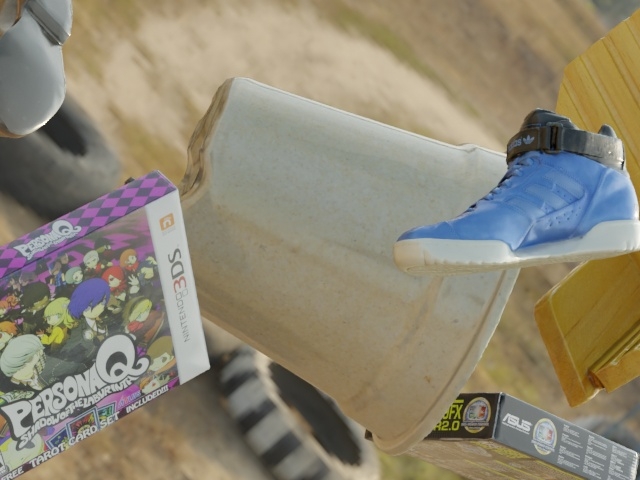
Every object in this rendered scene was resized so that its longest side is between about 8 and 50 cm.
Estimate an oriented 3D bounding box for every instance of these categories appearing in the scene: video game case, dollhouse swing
[{"bbox_3d":[-0.206,0.077,1.363,0.042,0.232,0.210,40,-32,40],"label":"video game case"},{"bbox_3d":[0.351,-0.074,1.722,0.305,0.347,0.315,54,44,2],"label":"dollhouse swing"}]

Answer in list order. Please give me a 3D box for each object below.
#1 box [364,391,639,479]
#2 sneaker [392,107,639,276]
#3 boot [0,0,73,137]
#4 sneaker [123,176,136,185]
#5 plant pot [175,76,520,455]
[{"bbox_3d":[0.223,0.252,2.041,0.270,0.216,0.060,25,69,-37],"label":"box"},{"bbox_3d":[0.105,-0.028,0.914,0.058,0.152,0.084,158,-75,-69],"label":"sneaker"},{"bbox_3d":[-0.381,-0.213,2.022,0.112,0.115,0.305,53,24,-33],"label":"boot"},{"bbox_3d":[-0.243,0.003,2.254,0.170,0.089,0.051,59,-8,-28],"label":"sneaker"},{"bbox_3d":[0.000,0.000,1.634,0.305,0.333,0.334,24,17,-10],"label":"plant pot"}]
